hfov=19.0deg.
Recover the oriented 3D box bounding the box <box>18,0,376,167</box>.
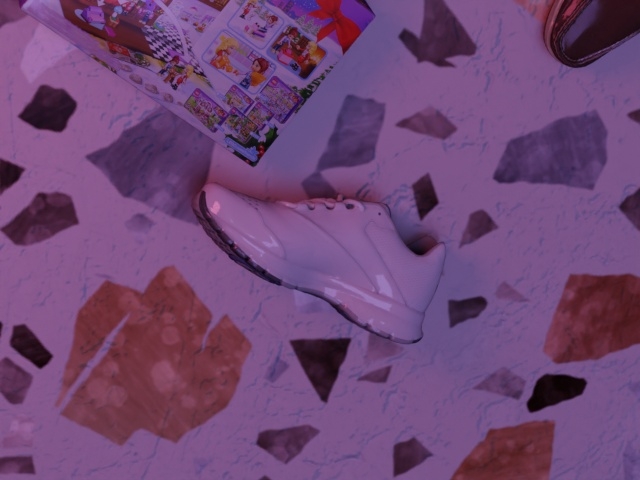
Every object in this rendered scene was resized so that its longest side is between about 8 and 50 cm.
[{"bbox_3d":[-0.120,-0.231,1.880,0.293,0.057,0.201,34,104,-24],"label":"box"}]

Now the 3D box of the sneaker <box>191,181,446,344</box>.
[{"bbox_3d":[0.000,0.000,2.007,0.297,0.111,0.129,26,91,-26],"label":"sneaker"}]

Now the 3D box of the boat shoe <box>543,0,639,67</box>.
[{"bbox_3d":[0.336,-0.269,1.943,0.257,0.095,0.095,-45,116,10],"label":"boat shoe"}]
